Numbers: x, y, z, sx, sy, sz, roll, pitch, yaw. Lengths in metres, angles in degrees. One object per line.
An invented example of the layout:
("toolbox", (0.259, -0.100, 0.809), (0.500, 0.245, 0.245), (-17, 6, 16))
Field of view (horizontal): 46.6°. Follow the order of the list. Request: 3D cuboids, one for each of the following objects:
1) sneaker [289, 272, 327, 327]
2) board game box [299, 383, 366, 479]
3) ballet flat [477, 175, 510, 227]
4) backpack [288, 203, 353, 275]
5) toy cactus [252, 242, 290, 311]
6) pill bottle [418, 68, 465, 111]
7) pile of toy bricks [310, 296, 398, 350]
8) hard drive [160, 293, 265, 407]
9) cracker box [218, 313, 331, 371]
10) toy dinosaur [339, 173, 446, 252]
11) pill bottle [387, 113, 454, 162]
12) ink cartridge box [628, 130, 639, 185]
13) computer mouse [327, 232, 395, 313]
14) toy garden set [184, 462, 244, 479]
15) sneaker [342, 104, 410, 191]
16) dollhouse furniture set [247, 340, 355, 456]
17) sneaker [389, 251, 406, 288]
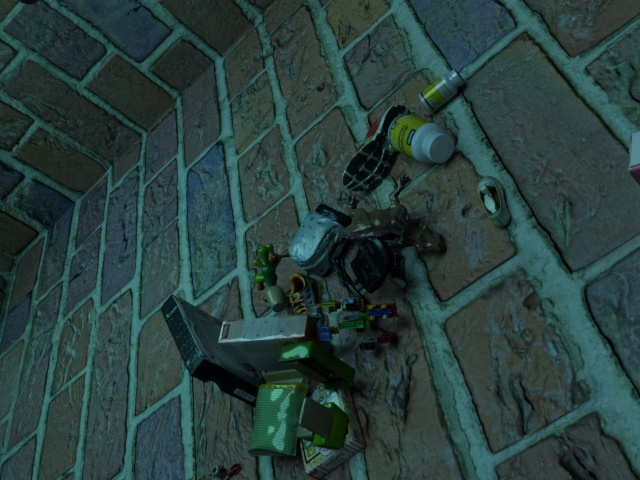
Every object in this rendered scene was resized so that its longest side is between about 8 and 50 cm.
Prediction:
("sneaker", (-0.041, 0.173, 1.912), (0.084, 0.083, 0.215), (-36, 39, 22))
("board game box", (0.015, 0.413, 1.667), (0.146, 0.045, 0.194), (-40, 36, 19))
("ballet flat", (0.382, -0.099, 1.661), (0.057, 0.052, 0.168), (-39, 37, 22))
("backpack", (0.000, 0.000, 1.984), (0.152, 0.115, 0.182), (27, 86, 53))
("toy cactus", (-0.118, 0.118, 1.973), (0.112, 0.219, 0.181), (-7, 41, -11))
("pill bottle", (0.325, -0.402, 1.982), (0.116, 0.065, 0.065), (-37, 37, 22))
("pile of toy bricks", (0.093, 0.185, 1.724), (0.212, 0.105, 0.118), (-5, 96, 27))
("hard drive", (-0.283, 0.287, 1.968), (0.064, 0.237, 0.339), (-51, 33, 4))
("cracker box", (-0.109, 0.250, 1.798), (0.232, 0.156, 0.067), (-7, 52, 21))
("toy dinosaur", (0.142, -0.029, 1.785), (0.295, 0.127, 0.200), (-16, 35, 25))
("pill bottle", (0.259, -0.257, 1.902), (0.103, 0.103, 0.184), (-54, 33, 1))
("ink cartridge box", (0.629, -0.103, 1.217), (0.158, 0.218, 0.092), (-17, 43, 42))
("computer mouse", (0.099, 0.039, 1.745), (0.184, 0.060, 0.262), (57, 152, 23))
("toy garden set", (-0.279, 0.643, 1.820), (0.244, 0.049, 0.204), (-38, 37, 23))
("sneaker", (0.153, -0.251, 2.056), (0.279, 0.107, 0.118), (-54, 15, -4))
("dollhouse furniture set", (-0.092, 0.362, 1.662), (0.301, 0.151, 0.198), (-18, 48, 43))
("sneaker", (0.171, 0.054, 1.780), (0.065, 0.061, 0.158), (-43, 35, 5))
